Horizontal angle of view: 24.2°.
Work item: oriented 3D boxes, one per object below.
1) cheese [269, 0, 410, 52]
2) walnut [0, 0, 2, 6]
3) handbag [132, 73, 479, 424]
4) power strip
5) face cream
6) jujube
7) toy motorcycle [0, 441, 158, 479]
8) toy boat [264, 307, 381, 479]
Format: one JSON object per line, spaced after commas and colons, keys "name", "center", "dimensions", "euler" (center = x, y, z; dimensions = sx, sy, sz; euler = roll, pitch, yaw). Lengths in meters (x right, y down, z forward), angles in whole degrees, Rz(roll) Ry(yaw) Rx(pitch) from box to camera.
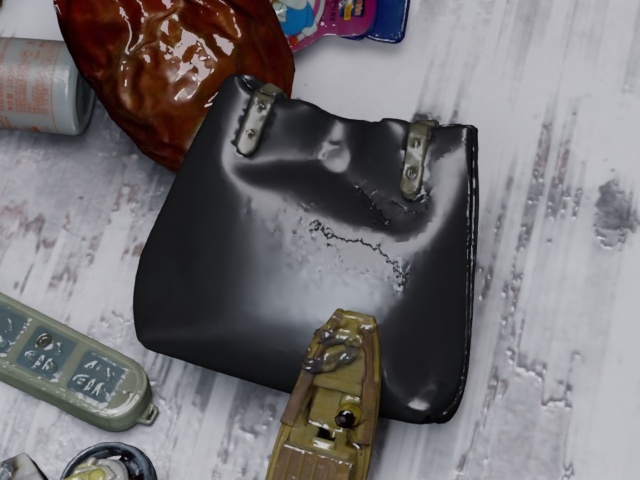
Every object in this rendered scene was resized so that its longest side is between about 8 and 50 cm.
{"name": "cheese", "center": [-0.023, -0.264, 1.670], "dimensions": [0.244, 0.062, 0.155], "euler": [8, 61, 6]}
{"name": "walnut", "center": [-0.465, -0.324, 1.650], "dimensions": [0.269, 0.222, 0.243], "euler": [-21, 95, -17]}
{"name": "handbag", "center": [0.000, 0.000, 1.436], "dimensions": [0.342, 0.152, 0.288], "euler": [15, 98, 9]}
{"name": "power strip", "center": [-0.291, 0.113, 1.494], "dimensions": [0.286, 0.048, 0.080], "euler": [25, 67, 13]}
{"name": "face cream", "center": [-0.377, -0.173, 1.615], "dimensions": [0.252, 0.101, 0.101], "euler": [5, 63, 5]}
{"name": "jujube", "center": [-0.169, -0.238, 1.557], "dimensions": [0.216, 0.216, 0.342], "euler": [-34, 80, -15]}
{"name": "toy motorcycle", "center": [-0.297, 0.312, 1.353], "dimensions": [0.341, 0.108, 0.222], "euler": [-20, 55, -1]}
{"name": "toy boat", "center": [-0.007, 0.217, 1.317], "dimensions": [0.089, 0.121, 0.321], "euler": [15, 98, 10]}
